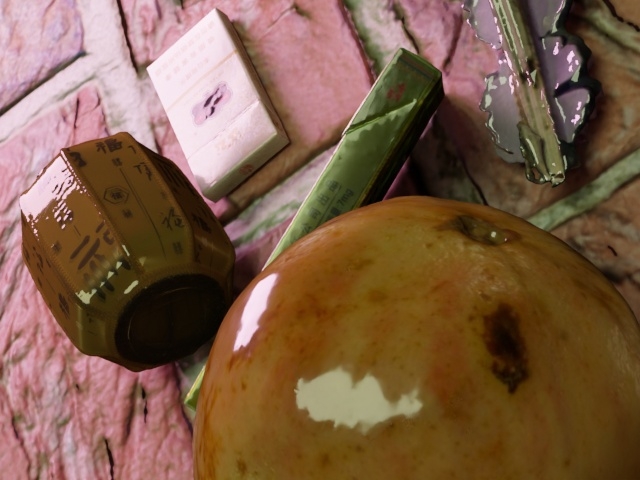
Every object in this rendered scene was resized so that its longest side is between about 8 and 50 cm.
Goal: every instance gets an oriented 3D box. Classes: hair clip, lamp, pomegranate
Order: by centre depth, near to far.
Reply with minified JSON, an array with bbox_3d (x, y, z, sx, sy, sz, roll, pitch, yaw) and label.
[{"bbox_3d":[0.075,0.146,1.336,0.342,0.342,0.342,-16,62,32],"label":"pomegranate"},{"bbox_3d":[0.157,-0.168,1.550,0.106,0.084,0.292,-23,63,22],"label":"hair clip"},{"bbox_3d":[-0.164,0.009,1.668,0.161,0.161,0.185,-44,50,14],"label":"lamp"}]

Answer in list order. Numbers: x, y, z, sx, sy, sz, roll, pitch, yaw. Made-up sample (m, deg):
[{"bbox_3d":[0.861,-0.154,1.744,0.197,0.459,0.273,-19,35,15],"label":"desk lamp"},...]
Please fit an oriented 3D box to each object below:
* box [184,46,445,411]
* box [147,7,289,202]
[{"bbox_3d":[0.000,0.000,1.539,0.043,0.173,0.311,31,91,5],"label":"box"},{"bbox_3d":[-0.092,-0.121,1.753,0.090,0.024,0.167,-39,51,17],"label":"box"}]
